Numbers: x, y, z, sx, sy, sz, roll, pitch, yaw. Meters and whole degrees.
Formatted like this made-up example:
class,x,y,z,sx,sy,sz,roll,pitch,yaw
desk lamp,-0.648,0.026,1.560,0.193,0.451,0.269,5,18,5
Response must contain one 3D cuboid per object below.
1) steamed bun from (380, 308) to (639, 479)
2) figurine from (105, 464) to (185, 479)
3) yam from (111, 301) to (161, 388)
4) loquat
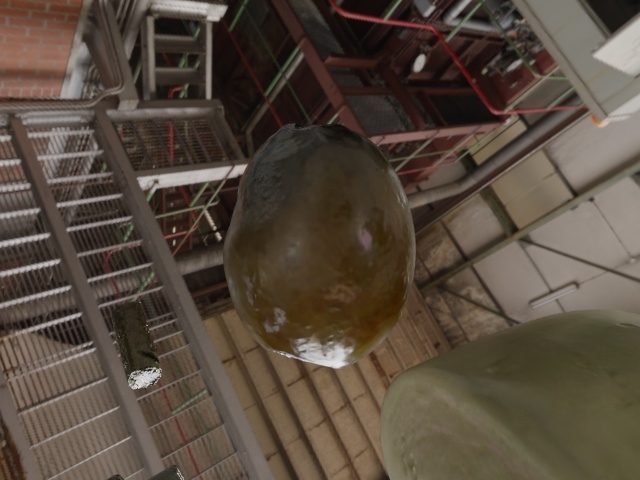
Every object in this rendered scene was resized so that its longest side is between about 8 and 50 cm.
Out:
class,x,y,z,sx,sy,sz,roll,pitch,yaw
steamed bun,0.304,0.244,0.494,0.370,0.290,0.456,-16,-151,-23
figurine,-0.162,0.391,0.484,0.342,0.167,0.285,-10,-140,-36
yam,-0.284,0.157,0.751,0.054,0.054,0.132,-2,-131,-38
loquat,0.000,0.000,0.455,0.179,0.179,0.228,16,-109,-29
